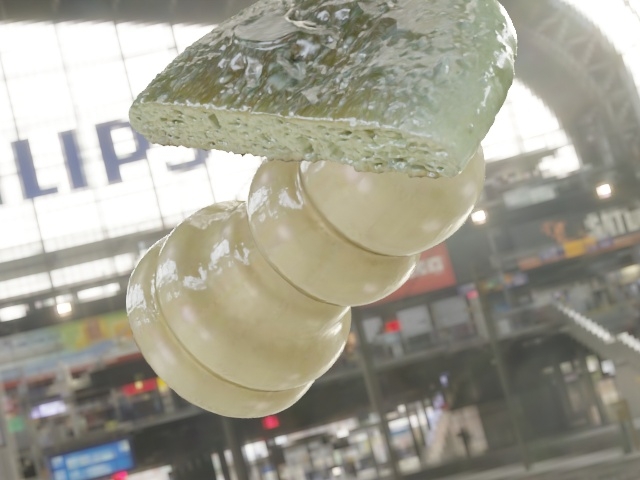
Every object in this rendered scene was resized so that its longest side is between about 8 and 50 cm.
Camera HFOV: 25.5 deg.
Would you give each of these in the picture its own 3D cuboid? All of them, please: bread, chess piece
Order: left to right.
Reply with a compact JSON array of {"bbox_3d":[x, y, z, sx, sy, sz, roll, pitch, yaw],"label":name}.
[{"bbox_3d":[0.000,0.000,1.005,0.167,0.167,0.299,-7,-23,-40],"label":"chess piece"},{"bbox_3d":[0.009,-0.082,0.580,0.193,0.036,0.112,12,54,46],"label":"bread"}]
